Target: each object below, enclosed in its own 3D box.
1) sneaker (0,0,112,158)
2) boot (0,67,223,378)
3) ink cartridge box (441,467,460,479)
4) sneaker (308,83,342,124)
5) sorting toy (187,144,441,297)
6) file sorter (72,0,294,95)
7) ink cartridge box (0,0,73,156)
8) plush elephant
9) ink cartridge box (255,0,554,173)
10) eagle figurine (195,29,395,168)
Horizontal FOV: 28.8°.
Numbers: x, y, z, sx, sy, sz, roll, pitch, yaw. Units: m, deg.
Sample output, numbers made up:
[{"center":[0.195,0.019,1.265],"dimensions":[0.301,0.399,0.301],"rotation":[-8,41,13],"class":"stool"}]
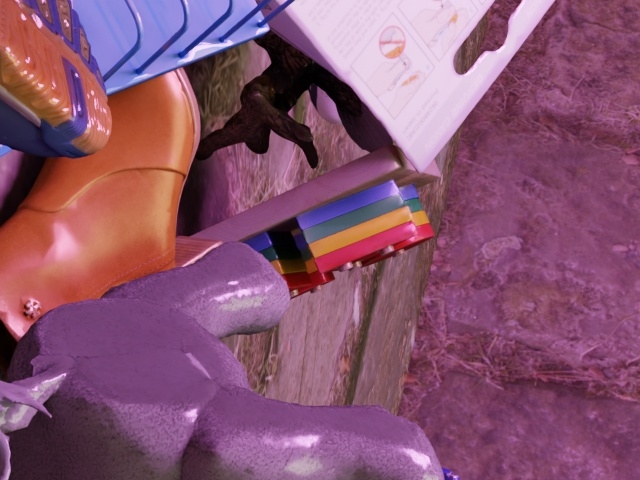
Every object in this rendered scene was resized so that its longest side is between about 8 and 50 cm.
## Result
[{"center":[-0.220,-0.107,0.603],"dimensions":[0.296,0.131,0.111],"rotation":[37,31,-58],"class":"sneaker"},{"center":[-0.183,-0.031,0.909],"dimensions":[0.211,0.104,0.295],"rotation":[-35,115,-43],"class":"boot"},{"center":[-0.041,0.294,1.012],"dimensions":[0.151,0.396,0.270],"rotation":[65,35,-78],"class":"ink cartridge box"},{"center":[0.000,-0.244,1.506],"dimensions":[0.153,0.094,0.235],"rotation":[-47,142,-64],"class":"sneaker"},{"center":[0.000,0.000,1.291],"dimensions":[0.089,0.255,0.257],"rotation":[67,14,5],"class":"sorting toy"},{"center":[-0.106,-0.192,0.873],"dimensions":[0.170,0.104,0.118],"rotation":[-29,90,-36],"class":"file sorter"},{"center":[-0.214,-0.153,0.743],"dimensions":[0.139,0.082,0.190],"rotation":[-53,149,-61],"class":"ink cartridge box"},{"center":[-0.129,0.180,0.790],"dimensions":[0.330,0.272,0.255],"rotation":[-6,125,-40],"class":"plush elephant"},{"center":[0.052,-0.298,1.111],"dimensions":[0.308,0.091,0.385],"rotation":[-53,125,-13],"class":"ink cartridge box"},{"center":[-0.023,-0.237,1.218],"dimensions":[0.225,0.226,0.298],"rotation":[48,54,-52],"class":"eagle figurine"}]
